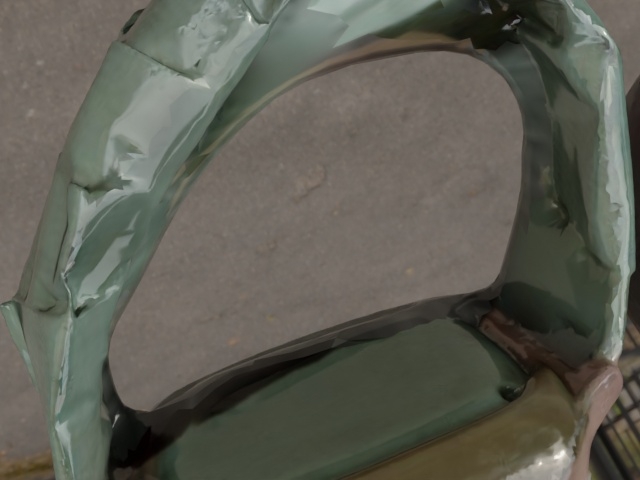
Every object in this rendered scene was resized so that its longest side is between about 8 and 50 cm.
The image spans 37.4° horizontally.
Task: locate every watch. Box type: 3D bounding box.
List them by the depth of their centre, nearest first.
[{"bbox_3d":[0.000,0.000,0.367,0.253,0.162,0.241,-20,108,-8],"label":"watch"}]

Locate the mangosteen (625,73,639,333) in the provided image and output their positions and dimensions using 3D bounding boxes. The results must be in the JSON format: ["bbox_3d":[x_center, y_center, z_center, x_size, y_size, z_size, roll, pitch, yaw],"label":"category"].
[{"bbox_3d":[0.335,-0.014,0.569,0.306,0.347,0.307,-2,107,-8],"label":"mangosteen"}]
